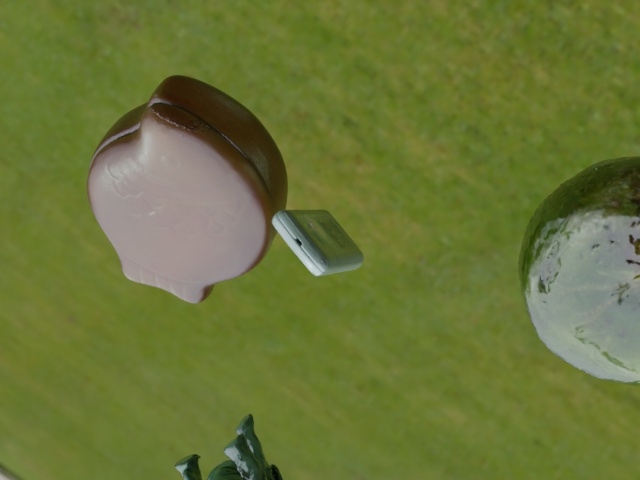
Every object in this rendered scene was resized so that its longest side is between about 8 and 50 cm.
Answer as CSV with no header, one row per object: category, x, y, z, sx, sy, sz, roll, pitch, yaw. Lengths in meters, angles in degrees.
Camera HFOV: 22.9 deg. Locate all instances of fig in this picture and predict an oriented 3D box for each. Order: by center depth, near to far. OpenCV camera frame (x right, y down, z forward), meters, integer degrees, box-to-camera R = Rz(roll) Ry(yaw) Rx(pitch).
fig,0.268,0.007,1.359,0.203,0.203,0.235,36,-159,-8

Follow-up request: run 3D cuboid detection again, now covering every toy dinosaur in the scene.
toy dinosaur,-0.067,0.188,1.146,0.120,0.079,0.292,62,-177,17

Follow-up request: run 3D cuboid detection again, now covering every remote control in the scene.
remote control,0.000,0.000,1.083,0.053,0.018,0.124,52,-169,6

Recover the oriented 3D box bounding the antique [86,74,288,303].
antique,-0.145,-0.059,1.734,0.223,0.129,0.278,17,138,9
